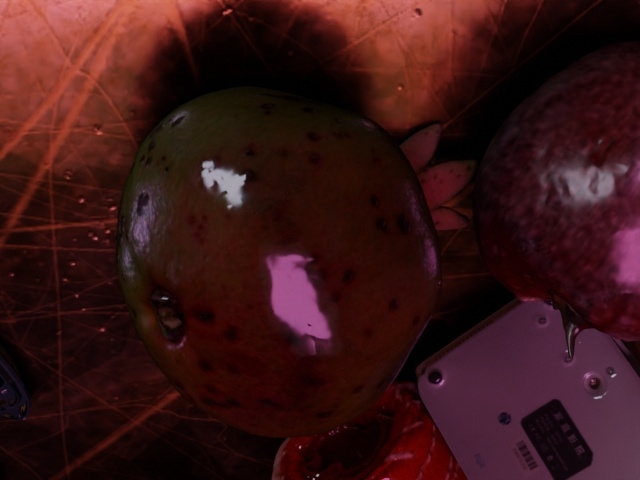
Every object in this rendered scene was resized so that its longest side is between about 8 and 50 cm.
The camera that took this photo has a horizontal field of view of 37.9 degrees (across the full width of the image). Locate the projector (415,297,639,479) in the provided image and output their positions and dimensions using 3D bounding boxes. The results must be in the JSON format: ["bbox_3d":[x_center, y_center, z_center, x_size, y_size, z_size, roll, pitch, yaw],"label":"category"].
[{"bbox_3d":[0.238,0.184,0.924,0.198,0.250,0.108,-36,153,15],"label":"projector"}]

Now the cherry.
[{"bbox_3d":[0.254,-0.046,0.795,0.203,0.230,0.300,31,87,-44],"label":"cherry"}]

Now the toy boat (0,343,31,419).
[{"bbox_3d":[-0.332,0.131,0.922,0.055,0.060,0.141,-23,126,5],"label":"toy boat"}]

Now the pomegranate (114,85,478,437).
[{"bbox_3d":[-0.023,-0.009,0.794,0.290,0.323,0.291,16,136,17],"label":"pomegranate"}]

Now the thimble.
[{"bbox_3d":[0.052,0.249,0.988,0.189,0.163,0.125,-32,120,12],"label":"thimble"}]

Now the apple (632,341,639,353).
[{"bbox_3d":[0.431,0.012,0.839,0.163,0.251,0.293,23,114,-15],"label":"apple"}]
